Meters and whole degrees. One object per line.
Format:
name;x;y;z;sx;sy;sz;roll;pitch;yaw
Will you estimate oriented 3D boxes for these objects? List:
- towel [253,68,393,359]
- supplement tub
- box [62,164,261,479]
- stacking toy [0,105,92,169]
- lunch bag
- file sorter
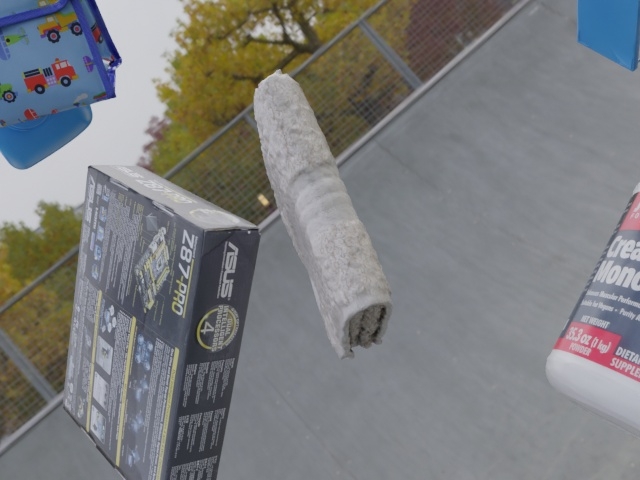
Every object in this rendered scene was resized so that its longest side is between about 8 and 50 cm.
towel;0.000;0.000;0.629;0.049;0.187;0.282;-23;-16;-4
supplement tub;0.340;0.050;0.665;0.272;0.191;0.191;-62;0;-4
box;-0.239;0.121;1.040;0.097;0.318;0.395;-1;-72;-40
stacking toy;-0.462;-0.232;1.288;0.165;0.175;0.302;-35;8;1
lunch bag;-0.418;-0.312;0.976;0.220;0.293;0.138;-15;38;0
file sorter;0.485;-0.380;1.185;0.104;0.118;0.170;-37;-38;-10
